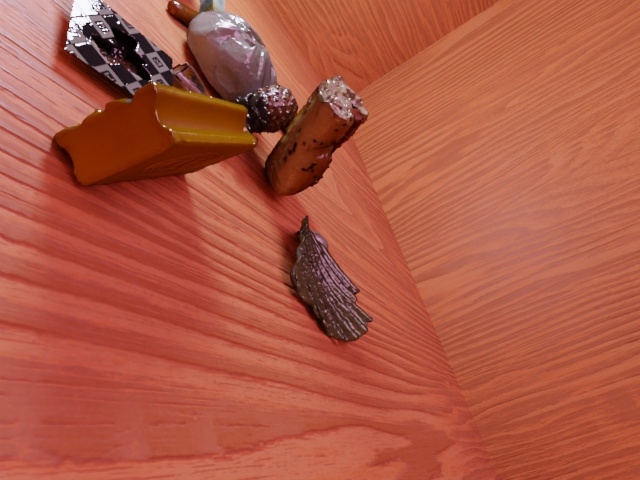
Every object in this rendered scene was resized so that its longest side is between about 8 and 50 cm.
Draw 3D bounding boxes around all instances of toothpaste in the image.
[{"bbox_3d":[-0.413,-0.890,1.573,0.071,0.089,0.313,39,29,-40],"label":"toothpaste"}]

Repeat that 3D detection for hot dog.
[{"bbox_3d":[-0.024,-0.310,1.313,0.196,0.365,0.367,44,30,-7],"label":"hot dog"}]

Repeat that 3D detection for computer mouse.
[{"bbox_3d":[0.000,0.000,1.466,0.110,0.032,0.056,53,19,-25],"label":"computer mouse"}]

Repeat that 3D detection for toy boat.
[{"bbox_3d":[-0.323,-0.371,1.075,0.066,0.084,0.210,46,-2,33],"label":"toy boat"}]

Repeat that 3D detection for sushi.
[{"bbox_3d":[-0.417,-0.375,0.857,0.231,0.047,0.220,31,39,-50],"label":"sushi"}]

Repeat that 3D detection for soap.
[{"bbox_3d":[-0.264,-0.180,0.735,0.324,0.204,0.096,-41,113,-71],"label":"soap"}]

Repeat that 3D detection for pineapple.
[{"bbox_3d":[-0.196,-0.364,1.224,0.141,0.170,0.310,45,42,2],"label":"pineapple"}]

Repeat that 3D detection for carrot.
[{"bbox_3d":[-0.430,-0.733,1.344,0.060,0.060,0.186,64,23,7],"label":"carrot"}]

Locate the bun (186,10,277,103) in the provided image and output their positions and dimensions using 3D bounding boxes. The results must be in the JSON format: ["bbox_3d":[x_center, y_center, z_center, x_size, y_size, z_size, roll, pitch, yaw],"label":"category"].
[{"bbox_3d":[-0.270,-0.592,1.345,0.354,0.194,0.354,51,19,-26],"label":"bun"}]

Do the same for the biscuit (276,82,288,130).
[{"bbox_3d":[-0.168,-0.578,1.841,0.269,0.051,0.376,27,39,-65],"label":"biscuit"}]

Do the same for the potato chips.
[{"bbox_3d":[0.023,0.106,1.268,0.389,0.097,0.373,53,18,-30],"label":"potato chips"}]
